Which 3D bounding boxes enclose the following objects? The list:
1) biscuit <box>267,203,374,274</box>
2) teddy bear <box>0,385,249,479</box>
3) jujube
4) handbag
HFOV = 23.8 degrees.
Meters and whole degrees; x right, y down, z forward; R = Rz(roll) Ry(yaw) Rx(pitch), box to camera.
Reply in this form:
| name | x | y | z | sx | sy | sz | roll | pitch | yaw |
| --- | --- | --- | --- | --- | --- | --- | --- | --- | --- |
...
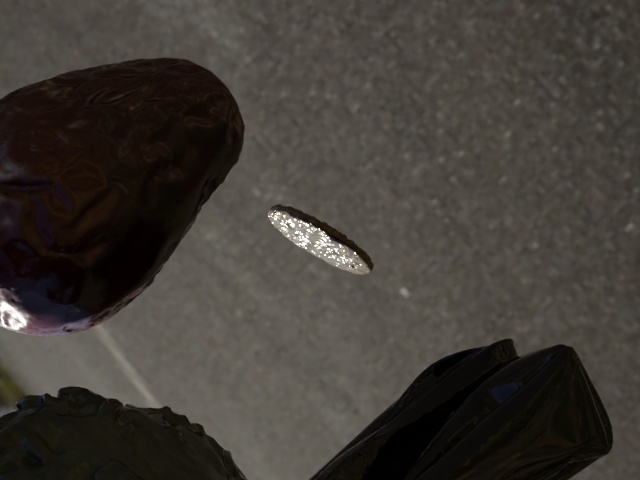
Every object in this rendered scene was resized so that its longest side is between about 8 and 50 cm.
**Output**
| name | x | y | z | sx | sy | sz | roll | pitch | yaw |
| --- | --- | --- | --- | --- | --- | --- | --- | --- | --- |
| biscuit | 0.000 | 0.000 | 1.485 | 0.120 | 0.015 | 0.120 | 28 | 167 | 7 |
| teddy bear | -0.107 | 0.258 | 0.906 | 0.357 | 0.224 | 0.367 | 8 | -143 | -48 |
| jujube | -0.177 | -0.044 | 1.185 | 0.190 | 0.255 | 0.190 | 30 | 143 | 26 |
| handbag | 0.075 | 0.186 | 1.223 | 0.113 | 0.257 | 0.285 | 57 | 160 | -1 |
